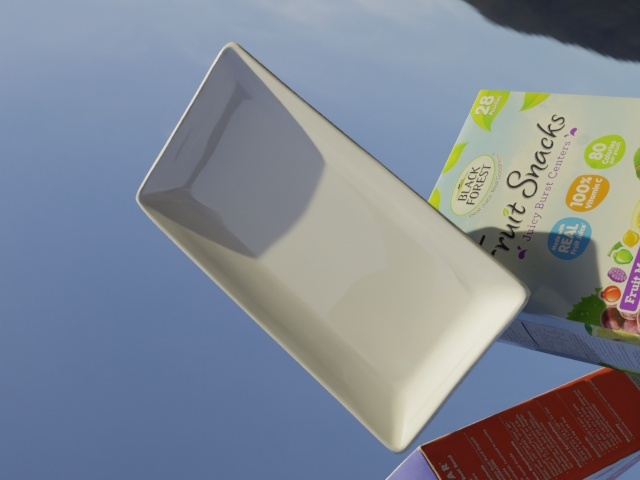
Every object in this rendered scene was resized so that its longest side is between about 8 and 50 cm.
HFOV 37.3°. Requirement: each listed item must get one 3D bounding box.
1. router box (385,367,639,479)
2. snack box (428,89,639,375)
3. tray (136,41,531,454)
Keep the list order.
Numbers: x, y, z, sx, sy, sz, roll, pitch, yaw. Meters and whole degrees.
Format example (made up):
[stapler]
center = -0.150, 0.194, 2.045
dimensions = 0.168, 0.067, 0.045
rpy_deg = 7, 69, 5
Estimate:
[router box]
center = 0.145, 0.265, 0.913
dimensions = 0.301, 0.335, 0.082
rpy_deg = -13, -121, -37
[snack box]
center = 0.175, -0.011, 0.636
dimensions = 0.207, 0.174, 0.070
rpy_deg = 9, 153, 38
[tray]
center = 0.000, 0.000, 0.639
dimensions = 0.270, 0.145, 0.030
rpy_deg = 42, -157, 18
